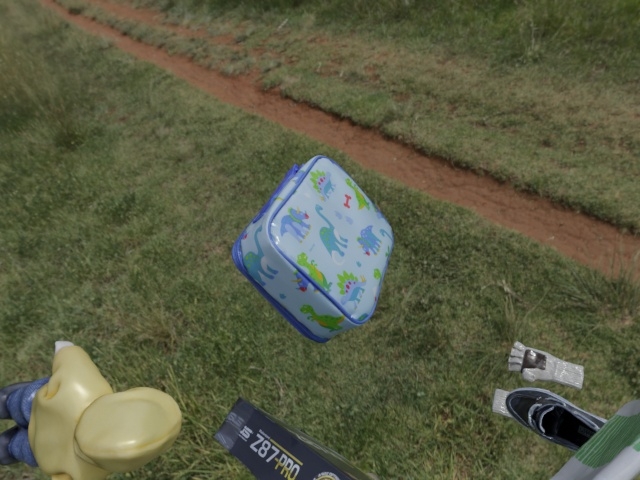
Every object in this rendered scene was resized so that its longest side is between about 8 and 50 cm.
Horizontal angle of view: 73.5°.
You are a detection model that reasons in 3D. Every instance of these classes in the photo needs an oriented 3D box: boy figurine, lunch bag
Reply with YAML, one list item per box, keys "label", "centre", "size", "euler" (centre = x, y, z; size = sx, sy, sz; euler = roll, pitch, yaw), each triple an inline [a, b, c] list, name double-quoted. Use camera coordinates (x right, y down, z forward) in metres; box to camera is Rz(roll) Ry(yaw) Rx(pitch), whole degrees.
- label: "boy figurine"
  centre: [-0.276, 0.201, 0.488]
  size: [0.285, 0.092, 0.177]
  euler: [-15, 80, 31]
- label: "lunch bag"
  centre: [0.000, 0.000, 0.544]
  size: [0.090, 0.176, 0.219]
  euler: [-34, 18, 37]

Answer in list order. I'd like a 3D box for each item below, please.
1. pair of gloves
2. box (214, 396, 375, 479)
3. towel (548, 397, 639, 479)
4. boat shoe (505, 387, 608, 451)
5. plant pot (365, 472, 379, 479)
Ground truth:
- label: "pair of gloves"
  centre: [0.623, 0.424, 1.227]
  size: [0.204, 0.042, 0.240]
  euler: [19, 62, 30]
- label: "box"
  centre: [0.033, 0.461, 0.792]
  size: [0.318, 0.395, 0.097]
  euler: [9, 60, 47]
- label: "towel"
  centre: [0.261, 0.254, 0.446]
  size: [0.325, 0.248, 0.038]
  euler: [-36, 55, -5]
- label: "boat shoe"
  centre: [0.536, 0.417, 0.996]
  size: [0.301, 0.102, 0.108]
  euler: [9, 81, 68]
- label: "plant pot"
  centre: [0.125, 0.906, 1.290]
  size: [0.256, 0.256, 0.274]
  euler: [-26, 39, -8]
